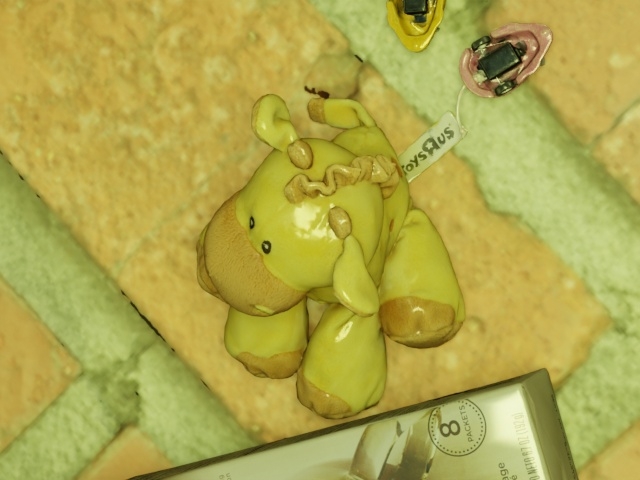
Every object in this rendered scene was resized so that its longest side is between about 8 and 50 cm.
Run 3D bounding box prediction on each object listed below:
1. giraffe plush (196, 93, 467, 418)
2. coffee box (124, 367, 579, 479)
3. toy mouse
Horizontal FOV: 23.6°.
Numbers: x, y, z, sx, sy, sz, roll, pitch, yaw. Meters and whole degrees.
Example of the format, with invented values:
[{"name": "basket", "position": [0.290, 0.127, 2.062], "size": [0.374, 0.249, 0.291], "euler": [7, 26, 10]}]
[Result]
[{"name": "giraffe plush", "position": [0.000, 0.000, 0.922], "size": [0.181, 0.170, 0.210], "euler": [33, 98, 14]}, {"name": "coffee box", "position": [0.013, 0.199, 0.942], "size": [0.297, 0.119, 0.168], "euler": [-17, 85, 15]}, {"name": "toy mouse", "position": [0.114, -0.148, 0.964], "size": [0.143, 0.031, 0.161], "euler": [-7, 87, 16]}]
